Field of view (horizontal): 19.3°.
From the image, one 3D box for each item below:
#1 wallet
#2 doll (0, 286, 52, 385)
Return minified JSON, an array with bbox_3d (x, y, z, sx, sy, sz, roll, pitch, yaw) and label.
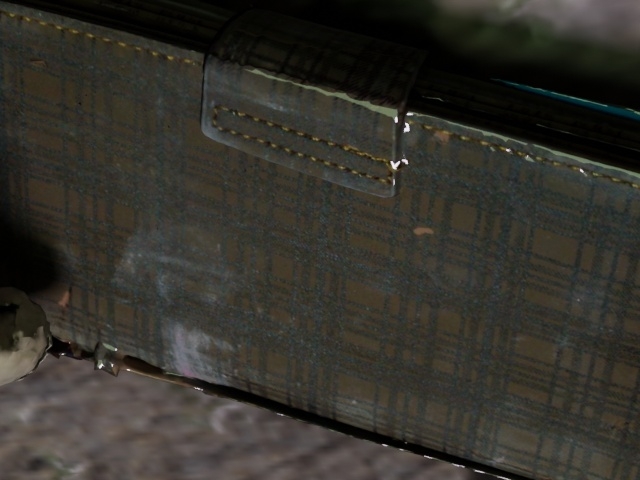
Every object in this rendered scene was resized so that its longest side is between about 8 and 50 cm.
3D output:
[{"bbox_3d":[0.000,0.000,0.650,0.317,0.044,0.169,15,132,15],"label":"wallet"},{"bbox_3d":[-0.240,-0.009,0.660,0.278,0.175,0.149,13,110,28],"label":"doll"}]
